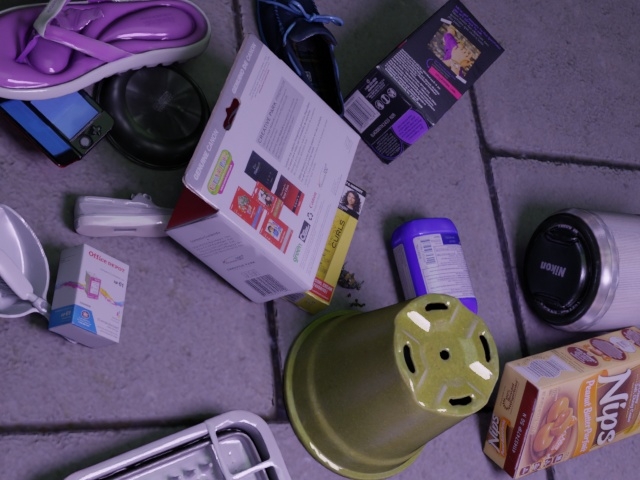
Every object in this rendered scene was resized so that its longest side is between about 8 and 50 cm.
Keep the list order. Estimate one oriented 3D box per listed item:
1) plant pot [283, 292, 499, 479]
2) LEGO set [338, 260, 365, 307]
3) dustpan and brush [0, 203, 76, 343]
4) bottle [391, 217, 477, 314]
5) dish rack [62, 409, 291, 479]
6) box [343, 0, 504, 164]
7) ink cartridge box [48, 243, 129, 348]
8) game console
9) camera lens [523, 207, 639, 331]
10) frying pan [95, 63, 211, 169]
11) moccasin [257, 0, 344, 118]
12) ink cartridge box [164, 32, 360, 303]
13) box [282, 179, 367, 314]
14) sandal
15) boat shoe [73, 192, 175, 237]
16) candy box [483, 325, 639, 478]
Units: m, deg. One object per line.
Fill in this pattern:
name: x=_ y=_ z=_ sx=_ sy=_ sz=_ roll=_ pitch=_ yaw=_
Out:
plant pot: x=0.120 y=0.200 z=1.482 sx=0.276 sy=0.254 sz=0.276 roll=12 pitch=64 yaw=-25
LEGO set: x=0.047 y=0.076 z=1.634 sx=0.054 sy=0.023 sz=0.083 roll=25 pitch=50 yaw=-29
dustpan and brush: x=-0.407 y=0.067 z=1.353 sx=0.211 sy=0.060 sz=0.147 roll=58 pitch=48 yaw=-32
bottle: x=0.204 y=0.104 z=1.671 sx=0.118 sy=0.092 sz=0.283 roll=-4 pitch=71 yaw=-30
dish rack: x=-0.180 y=0.406 z=1.330 sx=0.332 sy=0.072 sz=0.286 roll=-16 pitch=78 yaw=-34
box: x=0.180 y=-0.290 z=1.786 sx=0.143 sy=0.165 sz=0.270 roll=47 pitch=54 yaw=-3
ink cartridge box: x=-0.322 y=0.078 z=1.386 sx=0.088 sy=0.052 sz=0.122 roll=33 pitch=49 yaw=-46
game console: x=-0.390 y=-0.189 z=1.458 sx=0.144 sy=0.085 sz=0.124 roll=44 pitch=75 yaw=-7
camera lens: x=0.525 y=0.057 z=1.798 sx=0.274 sy=0.219 sz=0.219 roll=4 pitch=67 yaw=-29
frying pan: x=-0.291 y=-0.264 z=1.581 sx=0.197 sy=0.053 sz=0.326 roll=-29 pitch=88 yaw=-37
moccasin: x=-0.012 y=-0.333 z=1.724 sx=0.137 sy=0.117 sz=0.342 roll=-9 pitch=74 yaw=-33
ink cartridge box: x=-0.102 y=-0.111 z=1.517 sx=0.272 sy=0.130 sz=0.309 roll=42 pitch=50 yaw=-31
box: x=0.000 y=0.000 z=1.620 sx=0.087 sy=0.058 sz=0.232 roll=31 pitch=57 yaw=-16
sandal: x=-0.346 y=-0.325 z=1.494 sx=0.416 sy=0.102 sz=0.169 roll=-23 pitch=67 yaw=-38
boat shoe: x=-0.277 y=-0.041 z=1.483 sx=0.184 sy=0.066 sz=0.063 roll=-2 pitch=71 yaw=-20
candy box: x=0.433 y=0.269 z=1.673 sx=0.316 sy=0.183 sz=0.087 roll=-9 pitch=32 yaw=-32
